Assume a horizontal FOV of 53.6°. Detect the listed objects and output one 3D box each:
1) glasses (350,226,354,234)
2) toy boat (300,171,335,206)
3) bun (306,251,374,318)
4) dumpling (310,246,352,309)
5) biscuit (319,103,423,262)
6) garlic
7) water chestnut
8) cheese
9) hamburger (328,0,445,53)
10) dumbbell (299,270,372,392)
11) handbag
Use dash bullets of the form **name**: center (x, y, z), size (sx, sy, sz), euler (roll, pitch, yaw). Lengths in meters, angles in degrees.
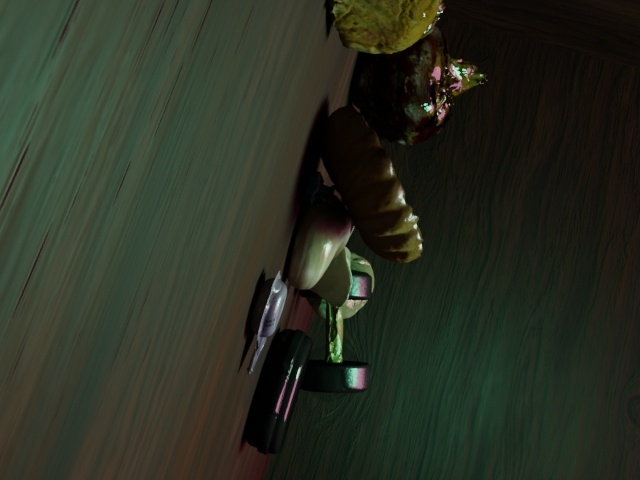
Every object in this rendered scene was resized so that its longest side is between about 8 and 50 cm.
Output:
- **glasses**: center (0.028, 0.000, 1.897), size (0.162, 0.095, 0.255), euler (-57, -173, 42)
- **toy boat**: center (-0.004, -0.094, 1.203), size (0.137, 0.061, 0.060), euler (88, 18, -81)
- **bun**: center (0.053, 0.124, 1.923), size (0.237, 0.210, 0.116), euler (-55, 167, -30)
- **dumpling**: center (0.018, 0.045, 1.529), size (0.216, 0.126, 0.166), euler (-83, -164, -60)
- **biscuit**: center (0.087, -0.099, 1.221), size (0.326, 0.107, 0.325), euler (155, -90, -88)
- **garlic**: center (0.000, 0.000, 1.354), size (0.228, 0.110, 0.217), euler (103, 9, -50)
- **water chestnut**: center (0.256, -0.408, 1.647), size (0.335, 0.347, 0.335), euler (7, 90, -81)
- **cheese**: center (-0.090, 0.131, 1.044), size (0.105, 0.042, 0.191), euler (-67, 173, -55)
- **hamburger**: center (0.102, -0.361, 0.853), size (0.282, 0.245, 0.155), euler (-1, -107, 47)
- **dumbbell**: center (0.040, 0.246, 1.742), size (0.204, 0.204, 0.322), euler (75, 17, -83)
- **handbag**: center (-0.101, 0.365, 1.549), size (0.254, 0.093, 0.308), euler (78, 29, -80)
